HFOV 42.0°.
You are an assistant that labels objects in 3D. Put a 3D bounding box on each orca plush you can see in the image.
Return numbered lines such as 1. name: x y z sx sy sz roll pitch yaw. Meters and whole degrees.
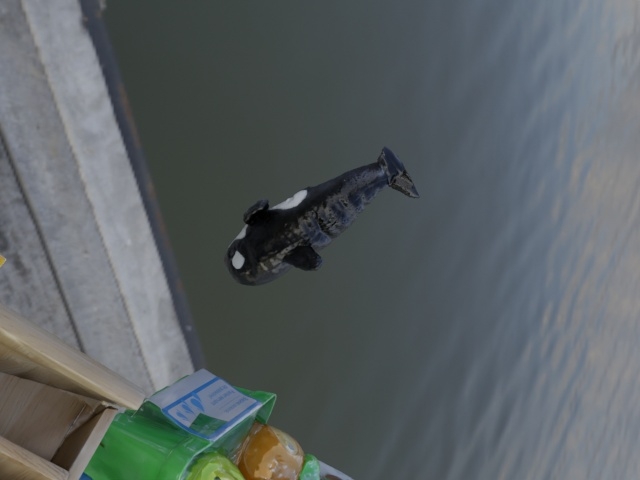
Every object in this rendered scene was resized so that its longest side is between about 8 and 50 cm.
1. orca plush: 0.000 0.000 1.107 0.151 0.287 0.102 57 13 -56

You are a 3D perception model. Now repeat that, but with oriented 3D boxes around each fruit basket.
1. fruit basket: -0.049 0.269 0.852 0.327 0.353 0.166 -16 124 -71

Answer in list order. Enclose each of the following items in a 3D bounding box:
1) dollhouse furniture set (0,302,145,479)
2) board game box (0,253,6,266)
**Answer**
1. dollhouse furniture set: -0.164 0.166 0.445 0.362 0.394 0.257 39 65 -28
2. board game box: -0.517 0.022 1.105 0.124 0.259 0.039 -53 139 -10
